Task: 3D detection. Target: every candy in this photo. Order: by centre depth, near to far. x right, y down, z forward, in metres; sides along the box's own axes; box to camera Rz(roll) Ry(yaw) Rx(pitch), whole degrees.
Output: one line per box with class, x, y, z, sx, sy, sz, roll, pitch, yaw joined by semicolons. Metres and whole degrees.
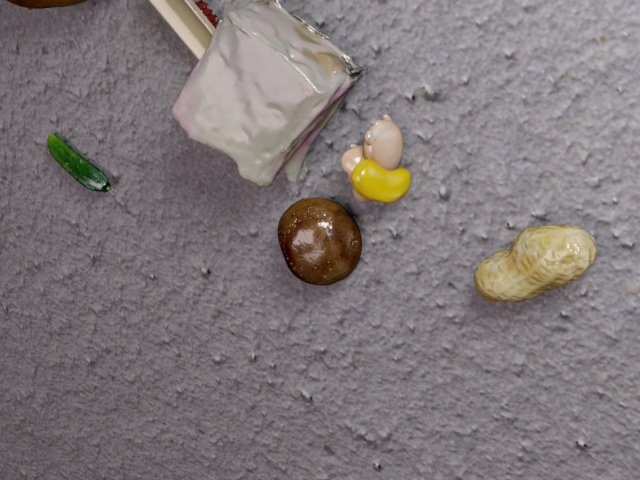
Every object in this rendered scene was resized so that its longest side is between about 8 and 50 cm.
candy;-0.066;-0.187;1.317;0.185;0.137;0.195;40;121;2

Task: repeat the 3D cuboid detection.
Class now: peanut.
peanut;0.253;0.027;1.243;0.174;0.080;0.080;-30;92;45

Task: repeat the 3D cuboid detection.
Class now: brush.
brush;-0.126;-0.242;1.427;0.060;0.050;0.321;-34;96;40

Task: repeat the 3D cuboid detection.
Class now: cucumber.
cucumber;-0.396;-0.119;1.696;0.168;0.039;0.039;39;130;20

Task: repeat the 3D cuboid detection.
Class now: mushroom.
mushroom;0.000;0.000;1.431;0.127;0.087;0.127;4;112;11

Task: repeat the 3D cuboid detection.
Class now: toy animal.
toy animal;0.059;-0.100;1.326;0.082;0.091;0.114;16;123;47

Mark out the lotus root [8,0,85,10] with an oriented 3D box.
lotus root;-0.370;-0.428;1.447;0.291;0.193;0.193;7;115;38
